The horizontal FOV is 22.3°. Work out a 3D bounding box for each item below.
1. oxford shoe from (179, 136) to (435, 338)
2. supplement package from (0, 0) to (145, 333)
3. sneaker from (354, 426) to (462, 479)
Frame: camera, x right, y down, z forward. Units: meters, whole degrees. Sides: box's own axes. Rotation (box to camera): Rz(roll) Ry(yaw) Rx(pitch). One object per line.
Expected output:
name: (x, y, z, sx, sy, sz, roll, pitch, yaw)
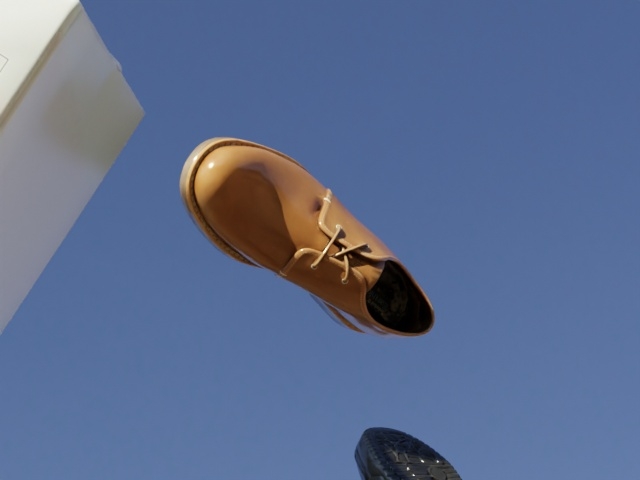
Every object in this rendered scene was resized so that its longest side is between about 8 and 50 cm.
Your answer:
oxford shoe: (0.000, 0.000, 1.035, 0.212, 0.076, 0.076, 34, -9, -37)
supplement package: (-0.231, -0.013, 0.645, 0.198, 0.263, 0.199, 32, -5, 4)
sneaker: (0.055, 0.170, 0.759, 0.051, 0.170, 0.089, 4, -60, -42)
